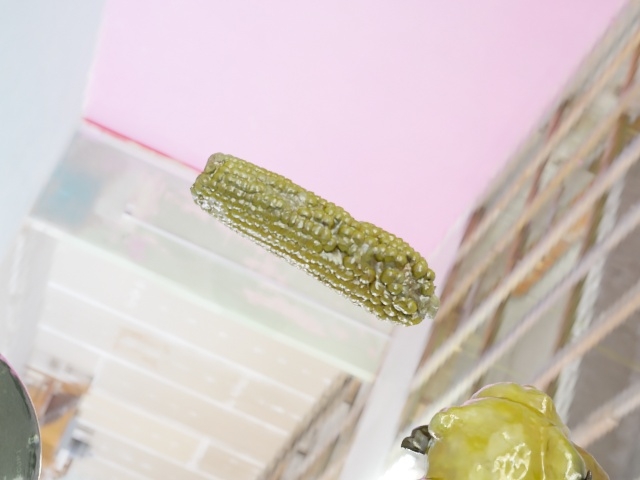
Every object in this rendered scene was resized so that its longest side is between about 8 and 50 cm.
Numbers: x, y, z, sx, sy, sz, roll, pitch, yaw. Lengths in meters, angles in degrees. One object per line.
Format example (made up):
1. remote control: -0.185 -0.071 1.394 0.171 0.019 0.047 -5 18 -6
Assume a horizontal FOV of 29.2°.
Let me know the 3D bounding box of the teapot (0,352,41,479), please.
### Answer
1. teapot: -0.345 0.155 0.928 0.305 0.223 0.285 -50 172 14

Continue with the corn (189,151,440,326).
1. corn: 0.000 0.000 1.409 0.097 0.319 0.097 -58 -170 16

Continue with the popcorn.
1. popcorn: 0.266 0.337 1.639 0.281 0.315 0.297 -21 -122 56
